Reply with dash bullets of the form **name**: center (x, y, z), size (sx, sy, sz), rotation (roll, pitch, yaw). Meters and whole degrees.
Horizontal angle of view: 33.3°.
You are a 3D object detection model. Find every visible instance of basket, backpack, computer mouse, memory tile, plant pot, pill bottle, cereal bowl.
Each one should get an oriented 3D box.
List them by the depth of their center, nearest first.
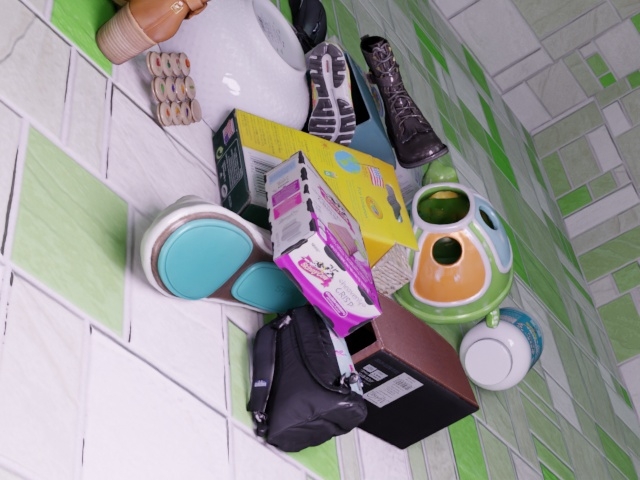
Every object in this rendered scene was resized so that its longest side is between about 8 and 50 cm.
- **backpack**: center (-0.020, 0.180, 1.419), size (0.115, 0.152, 0.182), rotation (61, 10, -47)
- **memory tile**: center (-0.217, -0.227, 1.600), size (0.148, 0.012, 0.113), rotation (-30, 111, -73)
- **cereal bowl**: center (-0.123, -0.313, 1.812), size (0.339, 0.141, 0.339), rotation (48, 24, -30)
- **basket**: center (0.084, 0.015, 1.898), size (0.113, 0.103, 0.167), rotation (33, 34, -49)
- **plant pot**: center (0.046, -0.203, 2.029), size (0.234, 0.166, 0.165), rotation (42, 26, -56)
- **pill bottle**: center (0.373, 0.227, 2.219), size (0.146, 0.146, 0.264), rotation (62, 21, 5)
- **computer mouse**: center (0.004, -0.461, 2.411), size (0.184, 0.060, 0.262), rotation (45, 25, -31)

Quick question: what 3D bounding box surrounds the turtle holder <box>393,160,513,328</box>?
- **turtle holder**: center (0.253, -0.002, 2.018), size (0.320, 0.243, 0.227), rotation (-52, 143, -38)

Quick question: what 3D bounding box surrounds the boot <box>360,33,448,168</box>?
- **boot**: center (0.143, -0.271, 2.038), size (0.263, 0.091, 0.229), rotation (-124, -170, -62)

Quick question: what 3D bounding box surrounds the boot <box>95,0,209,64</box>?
- **boot**: center (-0.217, -0.389, 1.582), size (0.109, 0.220, 0.283), rotation (51, 23, -24)

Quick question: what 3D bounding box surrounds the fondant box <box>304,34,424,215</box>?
- **fondant box**: center (0.093, -0.242, 2.274), size (0.330, 0.096, 0.238), rotation (47, 24, -32)

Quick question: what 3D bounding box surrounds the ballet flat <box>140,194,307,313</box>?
- **ballet flat**: center (-0.137, 0.010, 1.403), size (0.400, 0.139, 0.139), rotation (26, 39, -62)

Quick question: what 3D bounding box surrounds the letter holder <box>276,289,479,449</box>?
- **letter holder**: center (0.083, 0.160, 1.642), size (0.302, 0.152, 0.214), rotation (36, 30, -47)

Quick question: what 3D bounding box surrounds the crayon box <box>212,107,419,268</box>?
- **crayon box**: center (-0.007, -0.070, 1.689), size (0.318, 0.081, 0.202), rotation (17, 43, -30)

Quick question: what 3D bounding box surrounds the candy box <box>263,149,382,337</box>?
- **candy box**: center (0.000, 0.000, 1.451), size (0.159, 0.071, 0.233), rotation (51, 14, -29)

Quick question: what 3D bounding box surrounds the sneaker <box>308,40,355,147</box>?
- **sneaker**: center (0.022, -0.248, 1.849), size (0.094, 0.081, 0.208), rotation (-82, 173, -65)
